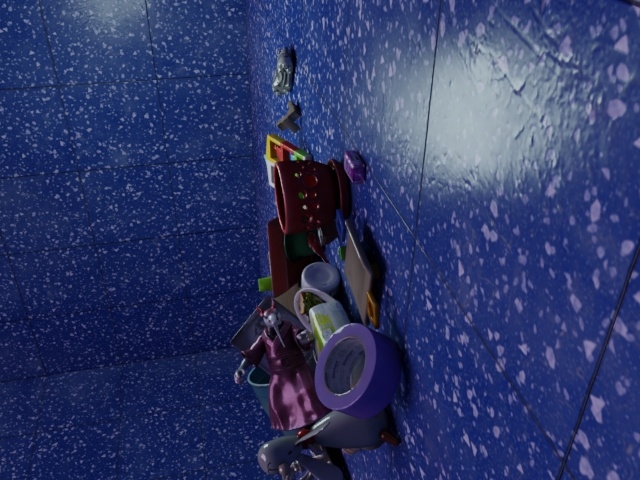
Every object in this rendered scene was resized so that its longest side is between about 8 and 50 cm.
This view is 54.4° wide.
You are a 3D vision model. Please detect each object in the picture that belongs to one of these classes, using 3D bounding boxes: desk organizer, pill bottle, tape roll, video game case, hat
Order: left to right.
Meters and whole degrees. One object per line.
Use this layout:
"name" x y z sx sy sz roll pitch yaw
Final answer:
"video game case" -0.120 0.331 1.971 0.274 0.196 0.026 38 166 3
"pill bottle" -0.003 0.165 1.843 0.112 0.112 0.186 -108 17 -44
"hat" 0.000 0.000 1.962 0.173 0.184 0.208 49 -129 -57
"desk organizer" 0.015 -0.052 1.779 0.047 0.050 0.130 100 160 -56
"tape roll" 0.078 0.279 1.334 0.189 0.080 0.189 -33 42 36

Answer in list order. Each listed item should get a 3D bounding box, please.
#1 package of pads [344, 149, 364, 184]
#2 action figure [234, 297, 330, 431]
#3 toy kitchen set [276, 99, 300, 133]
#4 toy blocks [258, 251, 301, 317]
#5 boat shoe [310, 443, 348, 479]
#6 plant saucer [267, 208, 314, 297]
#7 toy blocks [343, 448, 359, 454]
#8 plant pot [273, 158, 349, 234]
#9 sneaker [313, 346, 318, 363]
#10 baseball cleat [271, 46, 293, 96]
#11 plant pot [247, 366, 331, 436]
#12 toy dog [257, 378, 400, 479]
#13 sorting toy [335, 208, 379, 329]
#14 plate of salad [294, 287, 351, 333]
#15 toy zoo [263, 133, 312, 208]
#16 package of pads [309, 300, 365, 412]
"package of pads" 0.078 -0.170 1.440 0.083 0.032 0.050 -113 17 -55
"action figure" -0.079 0.334 1.718 0.276 0.248 0.370 -7 -99 -71
"toy kitchen set" -0.103 -0.415 2.127 0.068 0.083 0.075 38 -158 -38
"toy blocks" -0.127 0.171 2.394 0.261 0.191 0.381 -97 0 -87
"boat shoe" 0.035 0.748 2.124 0.112 0.095 0.335 49 -172 -24
"plant saucer" -0.086 0.030 2.061 0.259 0.048 0.258 -35 -55 -59
"toy blocks" 0.083 0.550 1.795 0.148 0.054 0.123 105 155 -63
"plant pot" -0.024 -0.118 1.617 0.191 0.174 0.191 173 90 -78
"sneaker" 0.031 0.404 1.892 0.234 0.084 0.097 -110 16 -49
"baseball cleat" -0.123 -0.588 2.150 0.206 0.072 0.109 128 148 -68
"plant pot" -0.078 0.532 2.120 0.272 0.272 0.255 -148 38 -76
"toy dog" 0.044 0.461 1.407 0.161 0.334 0.220 33 157 54
"sorting toy" 0.099 0.074 1.455 0.347 0.047 0.196 -109 13 -47
"plate of salad" 0.001 0.221 1.757 0.200 0.048 0.199 22 133 26
"toy zoo" -0.117 -0.244 2.123 0.293 0.030 0.192 37 136 46
"package of pads" 0.055 0.333 1.635 0.229 0.101 0.296 -119 18 -62
